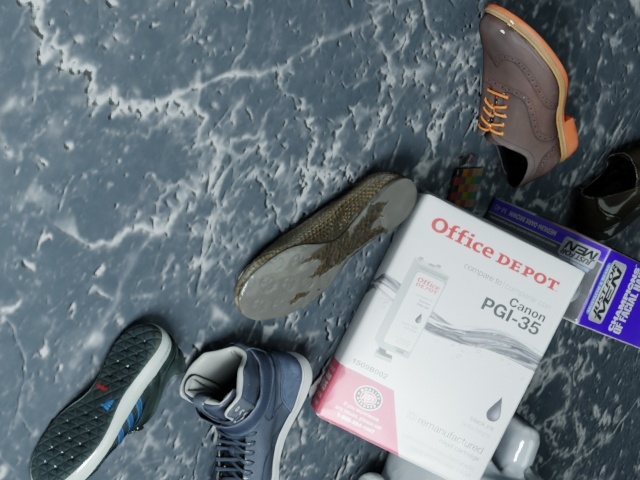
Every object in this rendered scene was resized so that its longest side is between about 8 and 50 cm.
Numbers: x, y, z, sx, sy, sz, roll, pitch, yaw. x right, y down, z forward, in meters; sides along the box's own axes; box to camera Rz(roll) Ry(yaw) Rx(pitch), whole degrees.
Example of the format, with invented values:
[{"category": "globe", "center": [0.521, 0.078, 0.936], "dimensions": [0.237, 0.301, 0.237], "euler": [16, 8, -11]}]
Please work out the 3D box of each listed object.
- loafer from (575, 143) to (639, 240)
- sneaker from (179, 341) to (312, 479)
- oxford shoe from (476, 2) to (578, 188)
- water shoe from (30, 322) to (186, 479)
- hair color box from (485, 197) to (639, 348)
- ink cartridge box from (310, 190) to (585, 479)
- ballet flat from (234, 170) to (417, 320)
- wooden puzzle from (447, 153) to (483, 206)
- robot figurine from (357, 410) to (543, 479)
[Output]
[{"category": "loafer", "center": [0.424, -0.088, 2.102], "dimensions": [0.220, 0.080, 0.078], "euler": [-42, 137, -23]}, {"category": "sneaker", "center": [-0.101, 0.216, 1.691], "dimensions": [0.163, 0.086, 0.226], "euler": [23, 84, -61]}, {"category": "oxford shoe", "center": [0.229, -0.162, 1.843], "dimensions": [0.098, 0.097, 0.271], "euler": [-43, 137, -13]}, {"category": "water shoe", "center": [-0.205, 0.181, 1.582], "dimensions": [0.203, 0.073, 0.080], "euler": [-53, 142, -11]}, {"category": "hair color box", "center": [0.357, 0.059, 2.032], "dimensions": [0.339, 0.185, 0.110], "euler": [18, 97, -51]}, {"category": "ink cartridge box", "center": [0.142, 0.109, 1.801], "dimensions": [0.283, 0.207, 0.117], "euler": [-64, -178, 2]}, {"category": "ballet flat", "center": [0.000, 0.000, 1.724], "dimensions": [0.250, 0.058, 0.084], "euler": [-38, 131, -20]}, {"category": "wooden puzzle", "center": [0.174, -0.065, 1.904], "dimensions": [0.049, 0.006, 0.083], "euler": [-4, 114, -46]}, {"category": "robot figurine", "center": [0.153, 0.369, 1.974], "dimensions": [0.300, 0.200, 0.353], "euler": [14, 102, -22]}]
